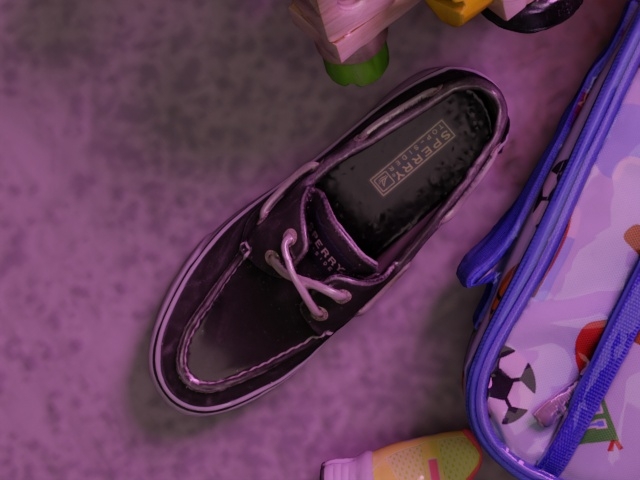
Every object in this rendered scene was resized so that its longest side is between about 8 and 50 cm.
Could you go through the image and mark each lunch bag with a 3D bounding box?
[{"bbox_3d":[0.202,0.010,0.854,0.243,0.115,0.303,26,95,-1],"label":"lunch bag"}]

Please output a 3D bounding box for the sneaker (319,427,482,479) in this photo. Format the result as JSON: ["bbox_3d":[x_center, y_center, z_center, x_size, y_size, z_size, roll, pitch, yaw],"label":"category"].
[{"bbox_3d":[0.082,0.184,0.889,0.094,0.081,0.209,-27,96,1],"label":"sneaker"}]

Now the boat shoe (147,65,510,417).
[{"bbox_3d":[0.000,0.000,0.870,0.078,0.070,0.219,44,95,-5],"label":"boat shoe"}]

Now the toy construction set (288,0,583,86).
[{"bbox_3d":[0.061,-0.203,0.810,0.328,0.151,0.215,-47,57,-2],"label":"toy construction set"}]
